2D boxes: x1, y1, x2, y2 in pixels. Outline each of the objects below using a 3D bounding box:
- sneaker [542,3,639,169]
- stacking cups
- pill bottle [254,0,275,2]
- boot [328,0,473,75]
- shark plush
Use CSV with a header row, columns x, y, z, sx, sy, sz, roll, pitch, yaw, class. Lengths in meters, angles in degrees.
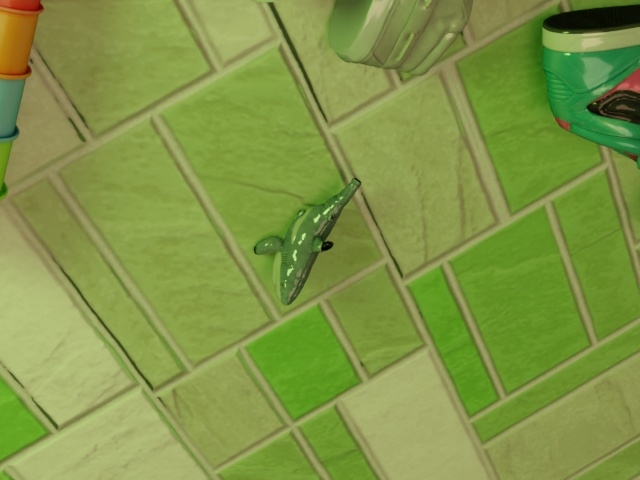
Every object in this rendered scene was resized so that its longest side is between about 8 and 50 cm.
x,y,z,sx,sy,sz,roll,pitch,yaw,class
0.395,-0.176,1.203,0.295,0.124,0.178,-6,117,-10,sneaker
-0.325,-0.140,0.964,0.096,0.096,0.316,7,113,-26,stacking cups
-0.068,-0.326,0.929,0.117,0.117,0.208,-29,126,-3,pill bottle
0.112,-0.290,1.052,0.123,0.095,0.258,8,125,-33,boot
0.000,0.000,1.187,0.161,0.067,0.073,-43,126,7,shark plush
